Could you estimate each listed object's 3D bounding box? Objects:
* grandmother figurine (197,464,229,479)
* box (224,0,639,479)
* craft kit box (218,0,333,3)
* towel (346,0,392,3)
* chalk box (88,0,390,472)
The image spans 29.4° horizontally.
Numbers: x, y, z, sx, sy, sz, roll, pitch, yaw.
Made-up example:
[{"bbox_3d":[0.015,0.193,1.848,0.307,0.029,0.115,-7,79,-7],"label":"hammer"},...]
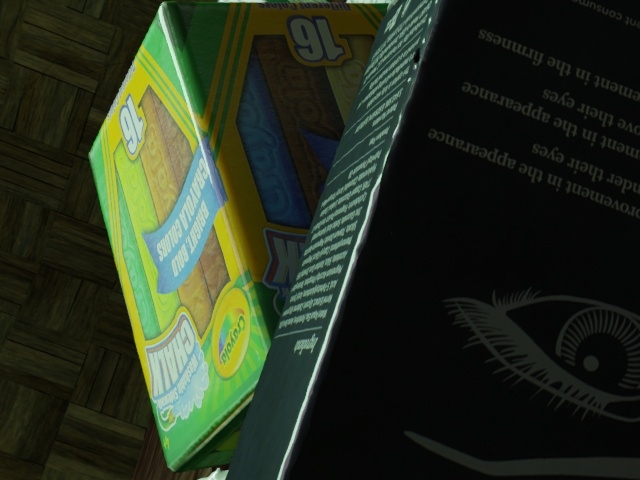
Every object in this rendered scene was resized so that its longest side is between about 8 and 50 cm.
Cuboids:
[{"bbox_3d":[-0.066,0.173,1.132,0.342,0.104,0.208,-91,-4,-61],"label":"grandmother figurine"},{"bbox_3d":[0.070,0.028,0.395,0.108,0.153,0.207,152,138,-77],"label":"box"},{"bbox_3d":[0.000,0.000,0.701,0.250,0.061,0.247,39,128,49],"label":"craft kit box"},{"bbox_3d":[0.114,-0.180,0.735,0.235,0.121,0.284,-101,27,-60],"label":"towel"},{"bbox_3d":[-0.004,0.019,0.532,0.132,0.132,0.213,-48,53,52],"label":"chalk box"}]
